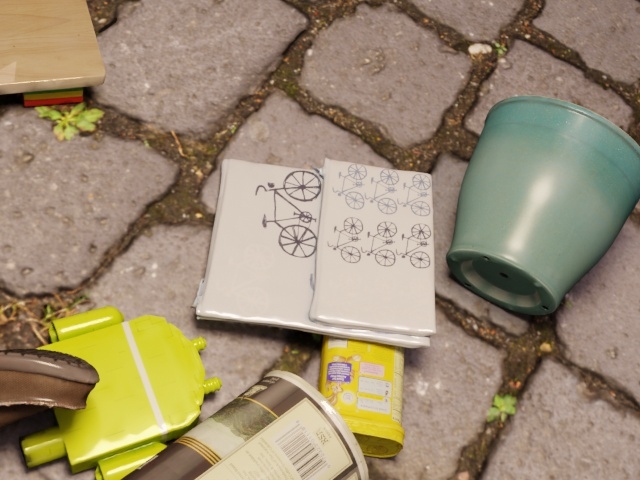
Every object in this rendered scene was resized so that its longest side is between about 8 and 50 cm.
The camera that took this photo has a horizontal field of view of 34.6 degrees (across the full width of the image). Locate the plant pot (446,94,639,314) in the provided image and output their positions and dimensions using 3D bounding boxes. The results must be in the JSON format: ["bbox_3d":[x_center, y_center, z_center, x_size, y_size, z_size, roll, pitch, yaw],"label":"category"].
[{"bbox_3d":[0.326,-0.036,1.561,0.272,0.271,0.255,29,70,1],"label":"plant pot"}]

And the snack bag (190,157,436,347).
[{"bbox_3d":[0.000,0.000,1.511,0.343,0.037,0.323,8,50,-3],"label":"snack bag"}]

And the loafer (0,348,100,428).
[{"bbox_3d":[-0.445,0.201,1.237,0.366,0.134,0.130,-4,85,4],"label":"loafer"}]

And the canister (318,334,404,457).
[{"bbox_3d":[0.057,0.205,1.434,0.126,0.073,0.170,11,56,-9],"label":"canister"}]

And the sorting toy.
[{"bbox_3d":[-0.484,-0.313,1.561,0.257,0.089,0.255,-9,64,-22],"label":"sorting toy"}]

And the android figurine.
[{"bbox_3d":[-0.267,0.197,1.346,0.273,0.056,0.248,-17,66,-22],"label":"android figurine"}]

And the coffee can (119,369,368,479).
[{"bbox_3d":[-0.106,0.314,1.242,0.275,0.201,0.201,-32,74,-31],"label":"coffee can"}]
